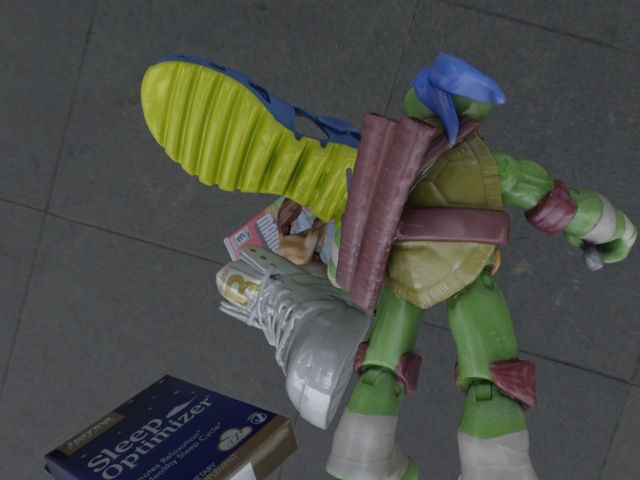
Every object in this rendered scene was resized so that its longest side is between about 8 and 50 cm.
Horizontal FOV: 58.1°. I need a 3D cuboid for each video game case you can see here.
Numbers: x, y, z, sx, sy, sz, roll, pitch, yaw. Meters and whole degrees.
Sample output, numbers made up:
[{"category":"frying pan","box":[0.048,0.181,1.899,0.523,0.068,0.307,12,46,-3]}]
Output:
[{"category":"video game case","box":[0.000,0.000,0.872,0.285,0.025,0.204,-35,62,13]}]

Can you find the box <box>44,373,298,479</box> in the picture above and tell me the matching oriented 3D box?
[{"category":"box","box":[-0.145,0.181,0.509,0.225,0.136,0.036,1,114,43]}]

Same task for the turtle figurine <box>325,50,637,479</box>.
[{"category":"turtle figurine","box":[0.102,0.033,0.409,0.198,0.274,0.266,7,78,1]}]

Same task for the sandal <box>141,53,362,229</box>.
[{"category":"sandal","box":[-0.054,-0.118,0.680,0.317,0.138,0.126,27,118,-16]}]

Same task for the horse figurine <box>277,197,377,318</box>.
[{"category":"horse figurine","box":[0.004,0.039,0.756,0.174,0.066,0.263,-38,69,31]}]

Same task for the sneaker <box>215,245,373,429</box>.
[{"category":"sneaker","box":[-0.039,0.081,0.571,0.169,0.292,0.108,23,95,5]}]

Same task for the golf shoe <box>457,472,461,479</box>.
[{"category":"golf shoe","box":[0.273,0.487,0.974,0.068,0.086,0.186,-17,84,24]}]
